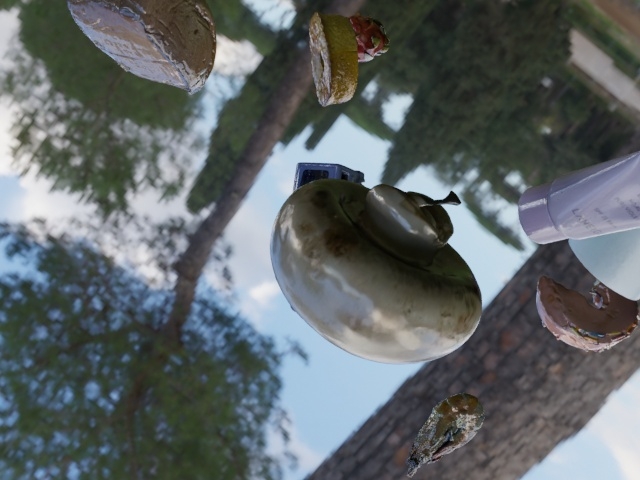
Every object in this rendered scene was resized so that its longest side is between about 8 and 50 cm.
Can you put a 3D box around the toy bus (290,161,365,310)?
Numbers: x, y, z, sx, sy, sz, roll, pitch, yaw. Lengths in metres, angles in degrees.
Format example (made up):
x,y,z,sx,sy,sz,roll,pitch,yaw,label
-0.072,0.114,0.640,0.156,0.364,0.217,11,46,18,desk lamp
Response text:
x,y,z,sx,sy,sz,roll,pitch,yaw,label
0.000,0.000,2.107,0.125,0.292,0.133,4,172,27,toy bus

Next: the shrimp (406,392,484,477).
x,y,z,sx,sy,sz,roll,pitch,yaw,label
0.220,0.356,1.973,0.101,0.190,0.042,40,-177,-21,shrimp

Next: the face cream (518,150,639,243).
x,y,z,sx,sy,sz,roll,pitch,yaw,label
0.416,-0.060,1.571,0.154,0.274,0.096,40,-122,-25,face cream

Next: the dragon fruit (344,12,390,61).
x,y,z,sx,sy,sz,roll,pitch,yaw,label
0.074,-0.348,1.888,0.086,0.081,0.116,1,177,24,dragon fruit

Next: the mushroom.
x,y,z,sx,sy,sz,roll,pitch,yaw,label
0.104,0.021,1.714,0.362,0.294,0.362,28,-160,-11,mushroom

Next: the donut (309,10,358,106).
x,y,z,sx,sy,sz,roll,pitch,yaw,label
0.022,-0.291,1.751,0.058,0.152,0.152,-5,-151,-11,donut

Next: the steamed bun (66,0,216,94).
x,y,z,sx,sy,sz,roll,pitch,yaw,label
-0.328,-0.448,2.167,0.251,0.199,0.301,19,164,25,steamed bun

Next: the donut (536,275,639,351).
x,y,z,sx,sy,sz,roll,pitch,yaw,label
0.590,0.157,2.402,0.233,0.085,0.199,-8,-128,-18,donut

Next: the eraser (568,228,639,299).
x,y,z,sx,sy,sz,roll,pitch,yaw,label
0.591,-0.017,2.077,0.189,0.104,0.290,41,158,15,eraser
